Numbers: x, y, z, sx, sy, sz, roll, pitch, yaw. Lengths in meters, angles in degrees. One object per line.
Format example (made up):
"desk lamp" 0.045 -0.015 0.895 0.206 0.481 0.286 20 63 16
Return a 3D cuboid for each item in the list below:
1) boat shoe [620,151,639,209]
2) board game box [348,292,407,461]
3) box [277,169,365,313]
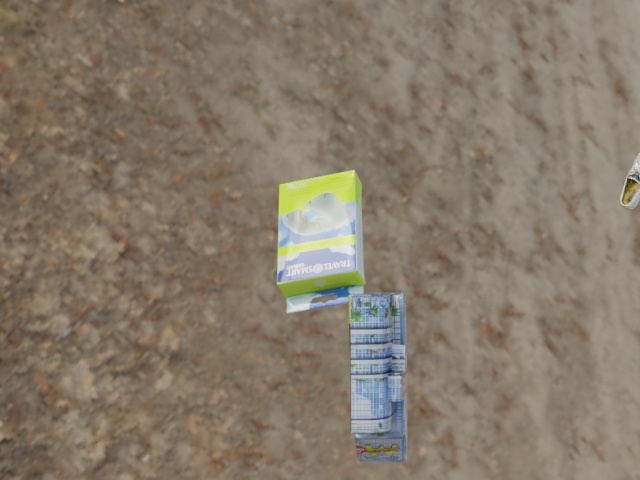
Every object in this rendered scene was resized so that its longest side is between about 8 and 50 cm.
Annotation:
"boat shoe" 0.478 -0.094 1.871 0.035 0.100 0.035 28 7 23
"board game box" 0.066 0.155 1.371 0.194 0.060 0.194 17 71 -85
"box" 0.000 0.000 1.592 0.042 0.109 0.178 60 24 -53
